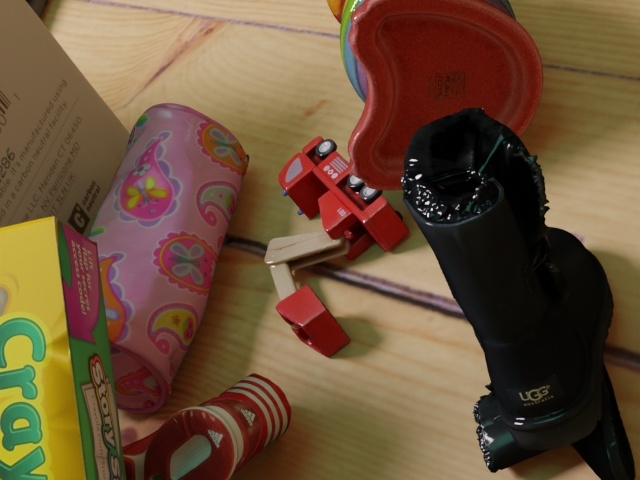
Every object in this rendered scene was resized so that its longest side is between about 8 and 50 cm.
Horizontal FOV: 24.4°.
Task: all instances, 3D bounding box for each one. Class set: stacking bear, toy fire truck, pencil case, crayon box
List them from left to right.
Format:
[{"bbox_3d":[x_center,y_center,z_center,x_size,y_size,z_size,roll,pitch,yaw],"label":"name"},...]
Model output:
[{"bbox_3d":[-0.303,0.193,1.093,0.313,0.106,0.363,-13,76,11],"label":"crayon box"},{"bbox_3d":[-0.151,0.013,1.314,0.124,0.124,0.284,-10,46,28],"label":"pencil case"},{"bbox_3d":[0.000,0.000,1.267,0.135,0.047,0.192,-40,40,-3],"label":"toy fire truck"},{"bbox_3d":[0.081,-0.191,1.312,0.164,0.175,0.289,-5,31,-8],"label":"stacking bear"}]

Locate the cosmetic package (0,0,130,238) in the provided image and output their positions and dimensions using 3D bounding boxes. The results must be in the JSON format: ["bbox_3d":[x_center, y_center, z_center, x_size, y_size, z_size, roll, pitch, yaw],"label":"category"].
[{"bbox_3d":[-0.450,-0.051,1.420,0.393,0.327,0.329,-1,52,34],"label":"cosmetic package"}]

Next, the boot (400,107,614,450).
[{"bbox_3d":[0.131,-0.005,1.021,0.094,0.207,0.246,-16,26,16],"label":"boot"}]

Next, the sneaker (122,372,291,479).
[{"bbox_3d":[-0.103,0.176,1.171,0.221,0.087,0.128,-28,-5,40],"label":"sneaker"}]

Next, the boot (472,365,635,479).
[{"bbox_3d":[0.160,0.136,1.029,0.099,0.045,0.121,-22,35,14],"label":"boot"}]

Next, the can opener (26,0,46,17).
[{"bbox_3d":[-0.389,-0.256,1.763,0.093,0.074,0.280,-8,48,31],"label":"can opener"}]
